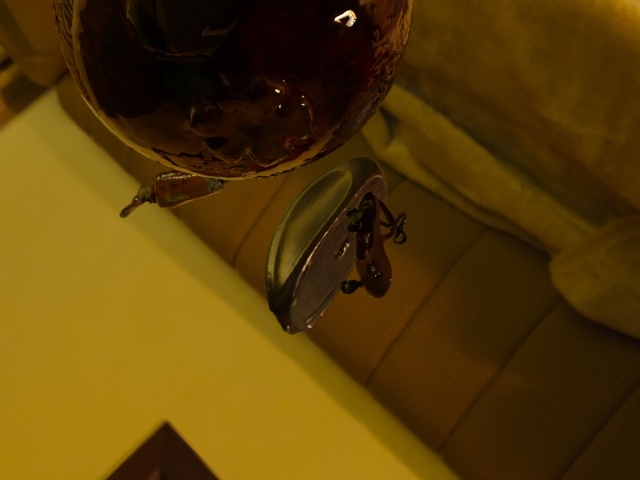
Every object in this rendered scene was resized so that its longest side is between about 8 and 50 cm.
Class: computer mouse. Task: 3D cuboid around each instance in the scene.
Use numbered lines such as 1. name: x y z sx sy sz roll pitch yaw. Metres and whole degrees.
1. computer mouse: -0.002 0.000 1.465 0.114 0.374 0.203 22 157 29

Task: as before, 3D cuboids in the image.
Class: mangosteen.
1. mangosteen: -0.073 -0.200 0.635 0.311 0.311 0.311 43 167 12

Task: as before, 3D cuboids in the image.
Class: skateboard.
1. skateboard: 0.077 0.005 1.028 0.080 0.151 0.067 20 146 -25

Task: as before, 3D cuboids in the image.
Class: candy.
1. candy: -0.163 -0.067 0.931 0.053 0.182 0.047 -33 -72 -70
